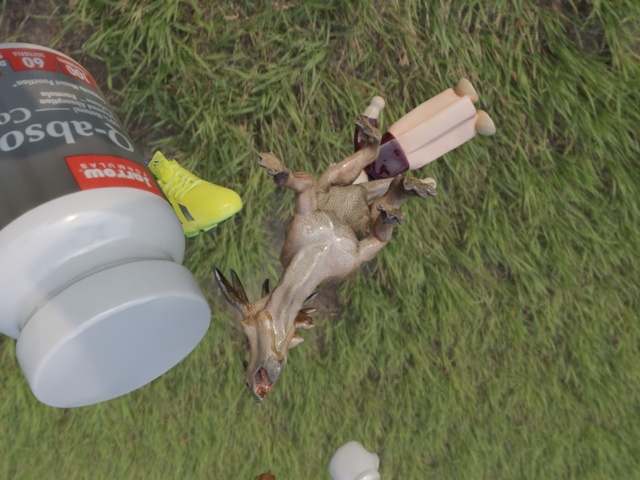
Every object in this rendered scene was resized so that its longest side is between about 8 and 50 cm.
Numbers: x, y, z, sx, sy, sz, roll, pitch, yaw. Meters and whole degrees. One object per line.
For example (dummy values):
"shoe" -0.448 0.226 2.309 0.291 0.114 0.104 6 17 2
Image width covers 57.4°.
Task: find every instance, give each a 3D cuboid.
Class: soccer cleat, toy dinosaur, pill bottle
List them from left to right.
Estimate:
"pill bottle" -0.273 -0.024 0.622 0.210 0.363 0.210 -29 153 -16
"soccer cleat" -0.221 -0.075 0.890 0.093 0.289 0.121 -30 114 -31
"toy dinosaur" 0.000 0.000 0.588 0.127 0.296 0.200 39 130 9

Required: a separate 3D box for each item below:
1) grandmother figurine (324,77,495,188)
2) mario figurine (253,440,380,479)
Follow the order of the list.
"grandmother figurine" 0.143 -0.171 1.094 0.342 0.104 0.207 -34 91 -2
"mario figurine" 0.070 0.362 0.681 0.321 0.170 0.198 9 128 5
